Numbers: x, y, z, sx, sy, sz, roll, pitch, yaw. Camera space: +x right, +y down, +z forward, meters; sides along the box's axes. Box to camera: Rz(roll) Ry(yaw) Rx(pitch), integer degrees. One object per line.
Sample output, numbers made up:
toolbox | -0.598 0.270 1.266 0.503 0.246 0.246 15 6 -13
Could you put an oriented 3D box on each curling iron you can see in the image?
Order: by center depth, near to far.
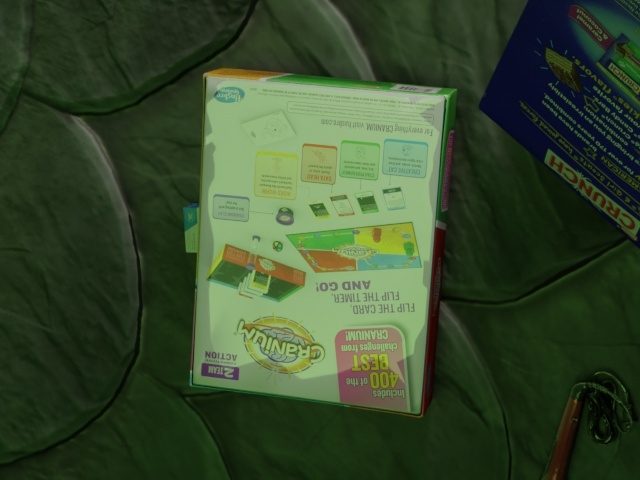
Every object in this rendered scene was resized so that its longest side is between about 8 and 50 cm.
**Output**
curling iron | 0.234 0.253 1.580 0.068 0.035 0.274 25 108 16

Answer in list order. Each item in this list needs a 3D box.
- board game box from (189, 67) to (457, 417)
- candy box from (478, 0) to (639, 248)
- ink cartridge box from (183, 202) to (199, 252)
board game box | 0.000 0.000 1.594 0.242 0.064 0.316 7 103 12
candy box | 0.290 -0.128 1.343 0.268 0.317 0.122 42 68 9
ink cartridge box | -0.096 -0.013 1.667 0.083 0.028 0.048 0 101 21
